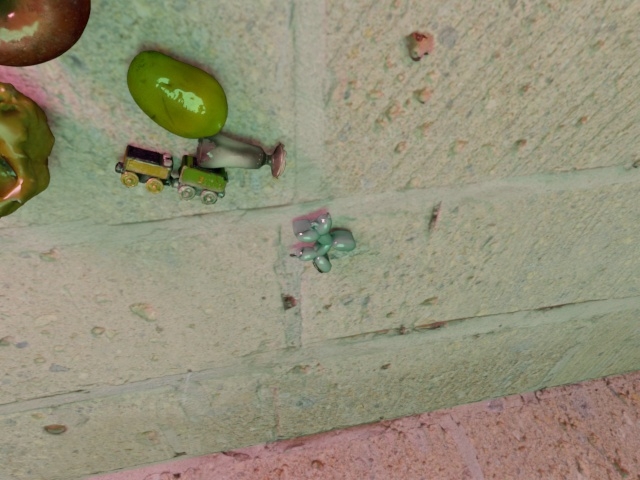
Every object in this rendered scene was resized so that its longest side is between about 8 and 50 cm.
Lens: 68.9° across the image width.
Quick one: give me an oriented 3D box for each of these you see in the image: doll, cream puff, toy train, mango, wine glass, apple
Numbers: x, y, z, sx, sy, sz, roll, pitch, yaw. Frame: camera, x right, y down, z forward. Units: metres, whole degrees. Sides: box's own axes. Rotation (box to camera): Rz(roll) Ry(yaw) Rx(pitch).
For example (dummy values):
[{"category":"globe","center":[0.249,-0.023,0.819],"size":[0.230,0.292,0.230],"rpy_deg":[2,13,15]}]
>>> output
[{"category":"doll","center":[0.000,0.000,1.085],"size":[0.158,0.059,0.159],"rpy_deg":[18,130,-32]},{"category":"cream puff","center":[-0.543,-0.133,0.687],"size":[0.281,0.185,0.282],"rpy_deg":[-6,139,-5]},{"category":"toy train","center":[-0.272,-0.124,0.871],"size":[0.202,0.060,0.081],"rpy_deg":[12,125,-27]},{"category":"mango","center":[-0.229,-0.230,0.754],"size":[0.163,0.089,0.117],"rpy_deg":[23,135,-20]},{"category":"wine glass","center":[-0.146,-0.160,0.863],"size":[0.155,0.072,0.072],"rpy_deg":[6,134,-23]},{"category":"apple","center":[-0.386,-0.317,0.557],"size":[0.201,0.162,0.201],"rpy_deg":[-16,148,-11]}]
